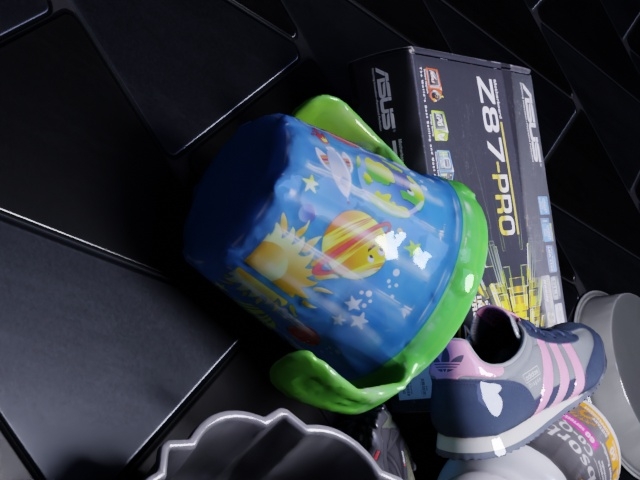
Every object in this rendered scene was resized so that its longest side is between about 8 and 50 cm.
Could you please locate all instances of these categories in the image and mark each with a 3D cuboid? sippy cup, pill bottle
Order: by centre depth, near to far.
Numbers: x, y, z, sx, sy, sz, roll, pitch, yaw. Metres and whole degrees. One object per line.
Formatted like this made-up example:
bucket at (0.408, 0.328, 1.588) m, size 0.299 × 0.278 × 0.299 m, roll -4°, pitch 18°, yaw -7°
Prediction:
sippy cup at (0.000, 0.000, 1.267) m, size 0.224 × 0.240 × 0.305 m, roll 30°, pitch 7°, yaw -29°
pill bottle at (0.213, 0.271, 1.426) m, size 0.278 × 0.162 × 0.162 m, roll -26°, pitch 92°, yaw -62°

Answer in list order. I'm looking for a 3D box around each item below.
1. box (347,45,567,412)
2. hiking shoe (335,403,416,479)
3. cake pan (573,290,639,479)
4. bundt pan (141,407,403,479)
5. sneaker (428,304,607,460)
box at (0.169, -0.014, 1.557) m, size 0.318 × 0.097 × 0.394 m, roll -1°, pitch 83°, yaw -58°
hiking shoe at (0.054, 0.262, 1.283) m, size 0.114 × 0.086 × 0.227 m, roll 49°, pitch 35°, yaw -20°
cake pan at (0.465, 0.205, 1.948) m, size 0.293 × 0.054 × 0.293 m, roll 33°, pitch 45°, yaw -41°
bundt pan at (-0.040, 0.304, 1.040) m, size 0.331 × 0.124 × 0.330 m, roll 23°, pitch 46°, yaw -27°
sneaker at (0.216, 0.119, 1.412) m, size 0.319 × 0.112 × 0.131 m, roll -26°, pitch 109°, yaw -56°
